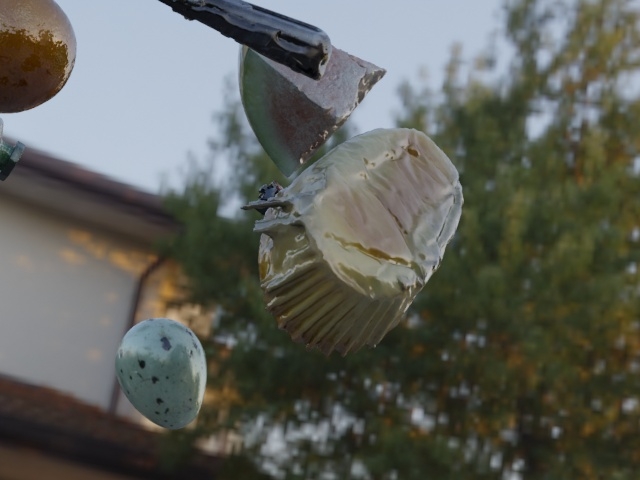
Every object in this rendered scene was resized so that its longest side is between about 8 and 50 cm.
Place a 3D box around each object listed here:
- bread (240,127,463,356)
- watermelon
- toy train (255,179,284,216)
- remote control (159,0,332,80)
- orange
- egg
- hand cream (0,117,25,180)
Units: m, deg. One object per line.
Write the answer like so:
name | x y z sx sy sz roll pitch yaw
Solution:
bread | 0.052 -0.001 1.852 0.183 0.236 0.388 -37 -1 36
watermelon | -0.031 -0.240 2.393 0.232 0.193 0.310 10 -51 23
toy train | 0.000 0.000 2.258 0.250 0.053 0.085 42 13 -4
remote control | -0.106 -0.298 1.934 0.266 0.066 0.090 24 9 -10
orange | -0.480 -0.294 2.238 0.206 0.206 0.206 8 -20 3
egg | -0.221 0.190 2.040 0.131 0.164 0.131 -18 -16 -5
hand cream | -0.511 -0.182 1.728 0.336 0.076 0.121 33 -39 -15
